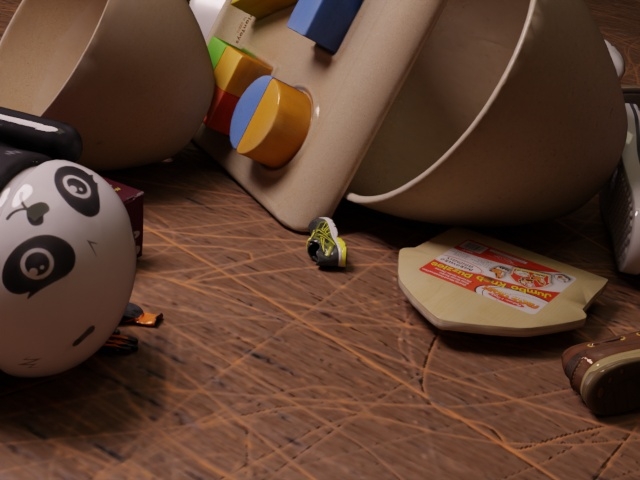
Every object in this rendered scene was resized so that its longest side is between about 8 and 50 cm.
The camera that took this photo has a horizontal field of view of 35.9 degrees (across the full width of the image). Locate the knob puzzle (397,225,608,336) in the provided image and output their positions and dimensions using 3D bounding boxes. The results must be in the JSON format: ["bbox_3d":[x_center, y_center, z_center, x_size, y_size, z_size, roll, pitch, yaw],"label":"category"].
[{"bbox_3d":[0.156,0.051,0.932,0.213,0.030,0.213,6,25,-3],"label":"knob puzzle"}]

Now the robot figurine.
[{"bbox_3d":[-0.280,0.006,0.752,0.278,0.209,0.173,11,12,11],"label":"robot figurine"}]

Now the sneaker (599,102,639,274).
[{"bbox_3d":[0.388,-0.055,1.111,0.127,0.126,0.321,6,32,6],"label":"sneaker"}]

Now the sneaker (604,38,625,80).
[{"bbox_3d":[0.359,-0.285,1.659,0.297,0.111,0.129,5,40,7],"label":"sneaker"}]

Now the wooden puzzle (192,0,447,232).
[{"bbox_3d":[-0.043,-0.219,1.131,0.080,0.322,0.348,20,13,-40],"label":"wooden puzzle"}]

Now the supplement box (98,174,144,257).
[{"bbox_3d":[-0.301,-0.031,0.950,0.239,0.073,0.130,20,28,29],"label":"supplement box"}]

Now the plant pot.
[{"bbox_3d":[-0.234,-0.192,1.135,0.191,0.284,0.284,28,10,-36],"label":"plant pot"}]

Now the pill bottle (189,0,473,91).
[{"bbox_3d":[0.030,-0.263,1.353,0.392,0.224,0.224,11,25,11],"label":"pill bottle"}]

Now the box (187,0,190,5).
[{"bbox_3d":[-0.251,-0.353,1.582,0.322,0.079,0.257,-11,29,-6],"label":"box"}]

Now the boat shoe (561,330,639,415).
[{"bbox_3d":[0.283,0.096,0.823,0.178,0.064,0.060,-6,29,-20],"label":"boat shoe"}]

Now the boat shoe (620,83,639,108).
[{"bbox_3d":[0.390,-0.184,1.402,0.307,0.111,0.104,9,26,5],"label":"boat shoe"}]

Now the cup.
[{"bbox_3d":[0.196,-0.146,1.090,0.237,0.331,0.331,25,15,-27],"label":"cup"}]

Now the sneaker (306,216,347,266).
[{"bbox_3d":[0.000,0.000,1.004,0.035,0.031,0.083,-4,26,-20],"label":"sneaker"}]

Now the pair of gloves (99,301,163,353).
[{"bbox_3d":[-0.179,0.070,0.834,0.074,0.010,0.083,10,24,9],"label":"pair of gloves"}]
